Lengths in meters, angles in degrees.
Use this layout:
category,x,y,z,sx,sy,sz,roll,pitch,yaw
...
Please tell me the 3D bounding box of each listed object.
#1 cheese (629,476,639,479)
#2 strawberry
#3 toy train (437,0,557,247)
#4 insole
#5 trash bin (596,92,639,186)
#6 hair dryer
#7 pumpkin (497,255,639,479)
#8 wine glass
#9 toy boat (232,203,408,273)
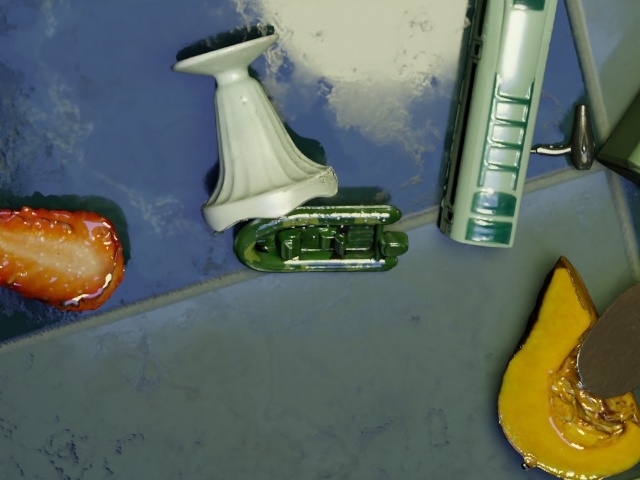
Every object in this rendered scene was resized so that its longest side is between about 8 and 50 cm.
category,x,y,z,sx,sy,sz,roll,pitch,yaw
cheese,0.475,0.374,1.523,0.227,0.064,0.137,11,118,-11
strawberry,-0.320,0.013,1.378,0.188,0.082,0.121,19,82,0
toy train,0.214,-0.197,1.356,0.086,0.088,0.407,7,102,-6
insole,0.431,0.083,1.415,0.327,0.007,0.111,-29,100,-22
trash bin,0.513,-0.178,1.340,0.223,0.158,0.343,30,98,-7
hair dryer,0.289,-0.122,1.414,0.083,0.031,0.079,-3,94,5
pumpkin,0.287,0.160,1.454,0.163,0.111,0.278,-23,99,18
wine glass,-0.077,-0.123,1.320,0.165,0.165,0.197,-14,99,-1
toy boat,0.000,0.000,1.399,0.210,0.052,0.104,-1,133,-5
